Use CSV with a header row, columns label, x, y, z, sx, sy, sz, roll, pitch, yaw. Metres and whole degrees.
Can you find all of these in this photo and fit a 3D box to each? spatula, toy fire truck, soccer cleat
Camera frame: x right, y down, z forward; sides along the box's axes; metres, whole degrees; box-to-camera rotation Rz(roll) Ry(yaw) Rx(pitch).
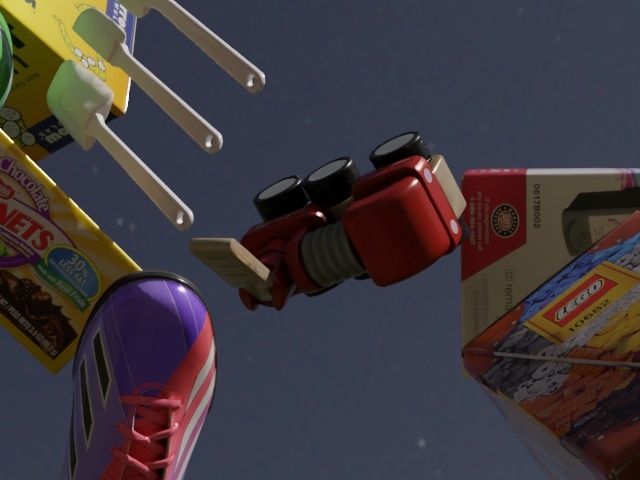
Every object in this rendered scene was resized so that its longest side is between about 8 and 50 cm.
label,x,y,z,sx,sy,sz,roll,pitch,yaw
spatula,-0.134,-0.120,1.271,0.019,0.242,0.168,10,-65,-45
toy fire truck,0.000,0.000,1.558,0.217,0.246,0.158,-19,-71,28
soccer cleat,-0.143,0.173,1.200,0.109,0.116,0.318,12,-64,-12

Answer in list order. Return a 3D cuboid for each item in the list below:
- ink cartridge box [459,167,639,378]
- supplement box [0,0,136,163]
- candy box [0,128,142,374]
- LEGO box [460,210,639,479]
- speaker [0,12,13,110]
label,x,y,z,sx,sy,sz,roll,pitch,yaw
ink cartridge box,0.304,0.035,1.739,0.306,0.226,0.131,0,2,12
supplement box,-0.380,-0.257,1.692,0.194,0.195,0.356,-25,-46,27
candy box,-0.236,-0.007,1.221,0.206,0.105,0.027,45,-11,-11
LEGO box,0.353,0.247,1.155,0.193,0.372,0.500,-37,-79,-3
speaker,-0.324,-0.155,1.394,0.131,0.296,0.131,-2,-79,-10
